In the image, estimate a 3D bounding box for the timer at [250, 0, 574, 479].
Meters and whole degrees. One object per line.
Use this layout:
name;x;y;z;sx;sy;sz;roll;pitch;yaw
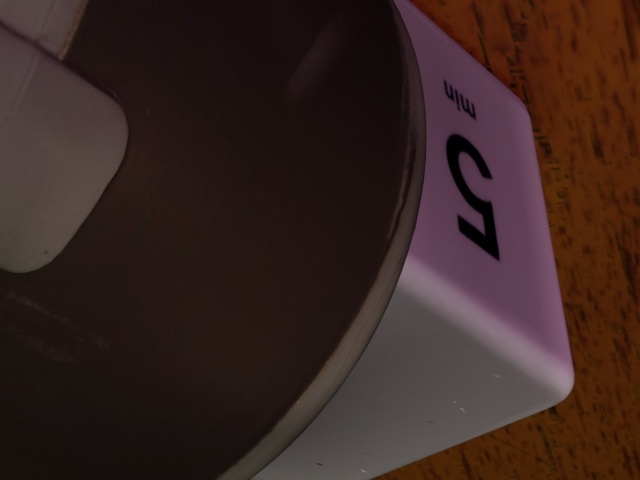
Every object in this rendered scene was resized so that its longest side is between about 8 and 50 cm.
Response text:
timer;0.000;0.000;0.966;0.192;0.195;0.194;-26;140;28

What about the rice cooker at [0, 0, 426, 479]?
rice cooker;-0.154;-0.064;0.757;0.335;0.335;0.325;-26;141;29
